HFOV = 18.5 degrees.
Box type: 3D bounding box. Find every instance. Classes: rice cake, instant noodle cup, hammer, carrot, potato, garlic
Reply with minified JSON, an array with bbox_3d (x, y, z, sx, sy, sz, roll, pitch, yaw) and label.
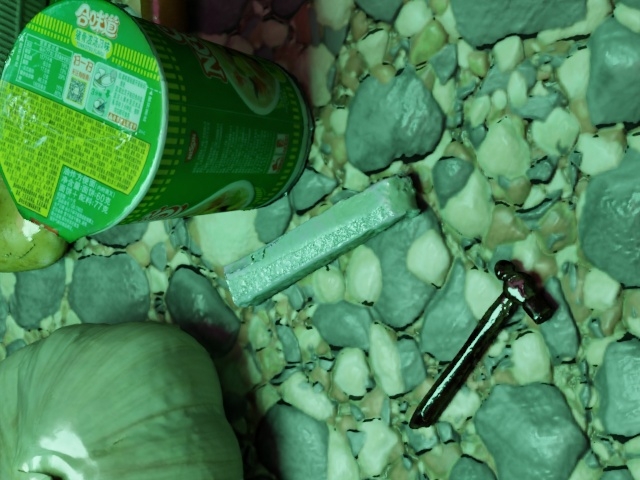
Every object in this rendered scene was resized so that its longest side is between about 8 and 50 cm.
[{"bbox_3d":[0.000,0.000,1.747,0.211,0.034,0.043,-30,74,32],"label":"rice cake"},{"bbox_3d":[-0.137,-0.099,1.730,0.207,0.232,0.207,-1,88,37],"label":"instant noodle cup"},{"bbox_3d":[0.126,0.099,1.658,0.065,0.021,0.178,47,115,27],"label":"hammer"},{"bbox_3d":[-0.145,-0.155,1.859,0.048,0.048,0.216,-1,92,37],"label":"carrot"},{"bbox_3d":[-0.314,-0.020,1.955,0.170,0.080,0.107,6,104,35],"label":"potato"},{"bbox_3d":[-0.202,0.226,1.785,0.322,0.241,0.322,-13,75,57],"label":"garlic"}]

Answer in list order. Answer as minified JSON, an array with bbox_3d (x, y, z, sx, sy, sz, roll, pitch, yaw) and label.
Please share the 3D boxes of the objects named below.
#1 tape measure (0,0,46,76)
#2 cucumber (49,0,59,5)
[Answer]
[{"bbox_3d":[-0.361,-0.216,1.940,0.207,0.115,0.235,-12,68,34],"label":"tape measure"},{"bbox_3d":[-0.242,-0.188,1.922,0.056,0.056,0.250,9,95,36],"label":"cucumber"}]
